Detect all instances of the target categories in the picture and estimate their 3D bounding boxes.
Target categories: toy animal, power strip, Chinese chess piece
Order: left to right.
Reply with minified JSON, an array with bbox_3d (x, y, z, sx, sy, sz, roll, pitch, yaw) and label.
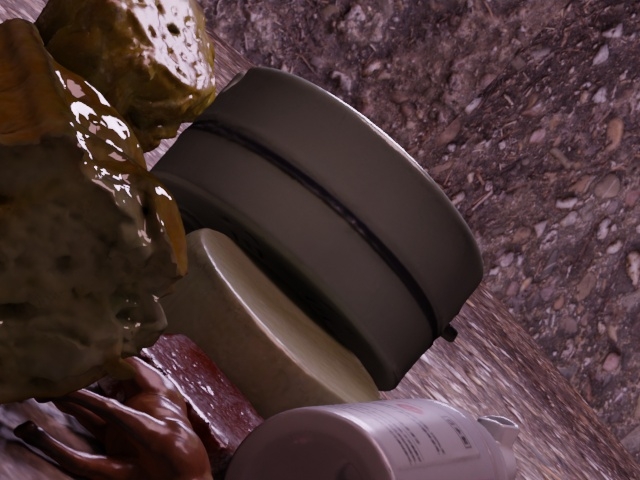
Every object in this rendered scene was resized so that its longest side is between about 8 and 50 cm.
[{"bbox_3d":[-0.098,0.166,1.057,0.229,0.066,0.224,36,16,-22],"label":"toy animal"},{"bbox_3d":[-0.057,0.103,1.413,0.250,0.101,0.250,43,9,-8],"label":"Chinese chess piece"},{"bbox_3d":[0.000,0.000,1.630,0.357,0.161,0.357,38,-15,12],"label":"power strip"}]

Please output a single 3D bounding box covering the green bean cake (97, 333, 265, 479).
[{"bbox_3d":[-0.101,0.133,1.221,0.136,0.056,0.135,47,8,17],"label":"green bean cake"}]

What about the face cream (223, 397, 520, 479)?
[{"bbox_3d":[0.073,0.198,1.269,0.145,0.145,0.369,48,17,22],"label":"face cream"}]

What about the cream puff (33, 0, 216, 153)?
[{"bbox_3d":[-0.228,-0.226,1.876,0.244,0.196,0.244,42,11,-10],"label":"cream puff"}]

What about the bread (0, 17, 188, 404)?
[{"bbox_3d":[-0.212,-0.022,1.036,0.252,0.238,0.196,-110,-169,-64],"label":"bread"}]
